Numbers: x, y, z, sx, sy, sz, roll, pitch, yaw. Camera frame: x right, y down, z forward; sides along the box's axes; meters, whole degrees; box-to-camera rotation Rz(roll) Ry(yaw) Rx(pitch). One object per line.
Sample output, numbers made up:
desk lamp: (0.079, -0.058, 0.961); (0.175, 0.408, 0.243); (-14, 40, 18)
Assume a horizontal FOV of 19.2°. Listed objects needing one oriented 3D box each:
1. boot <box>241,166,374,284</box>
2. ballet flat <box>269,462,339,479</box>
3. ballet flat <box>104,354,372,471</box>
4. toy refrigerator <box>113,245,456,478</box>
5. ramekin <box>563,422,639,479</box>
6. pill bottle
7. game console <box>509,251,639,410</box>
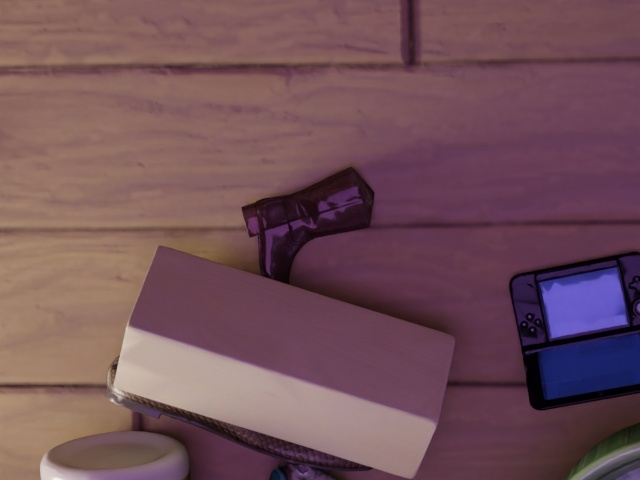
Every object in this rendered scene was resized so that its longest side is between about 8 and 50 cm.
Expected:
boot: (0.000, 0.000, 1.650); (0.114, 0.037, 0.106); (-18, 101, 4)
ballet flat: (-0.030, 0.311, 1.694); (0.077, 0.091, 0.241); (11, 108, -22)
ballet flat: (-0.068, 0.147, 1.667); (0.250, 0.084, 0.058); (17, 93, 7)
toy refrigerator: (-0.031, 0.106, 1.621); (0.270, 0.102, 0.094); (16, 135, -1)
ramekin: (0.318, 0.293, 1.609); (0.303, 0.148, 0.303); (1, 99, 9)
pill bottle: (-0.173, 0.294, 1.675); (0.131, 0.131, 0.229); (-2, 101, 6)
game console: (0.230, 0.076, 1.622); (0.122, 0.071, 0.107); (-11, 101, 7)
